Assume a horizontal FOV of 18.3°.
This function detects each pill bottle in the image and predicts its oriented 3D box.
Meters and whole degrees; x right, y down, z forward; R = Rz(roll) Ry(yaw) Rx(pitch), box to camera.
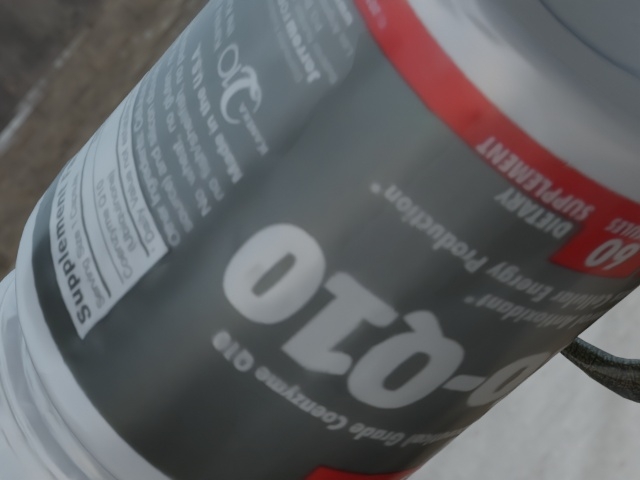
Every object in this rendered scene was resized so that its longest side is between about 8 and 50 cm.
[{"bbox_3d":[0.000,0.000,0.664,0.283,0.161,0.161,-45,12,34],"label":"pill bottle"}]

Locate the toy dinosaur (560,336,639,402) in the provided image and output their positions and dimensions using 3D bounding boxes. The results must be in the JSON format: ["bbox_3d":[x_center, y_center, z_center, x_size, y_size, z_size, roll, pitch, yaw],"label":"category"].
[{"bbox_3d":[0.235,0.059,0.802,0.121,0.314,0.160,-144,74,-85],"label":"toy dinosaur"}]
